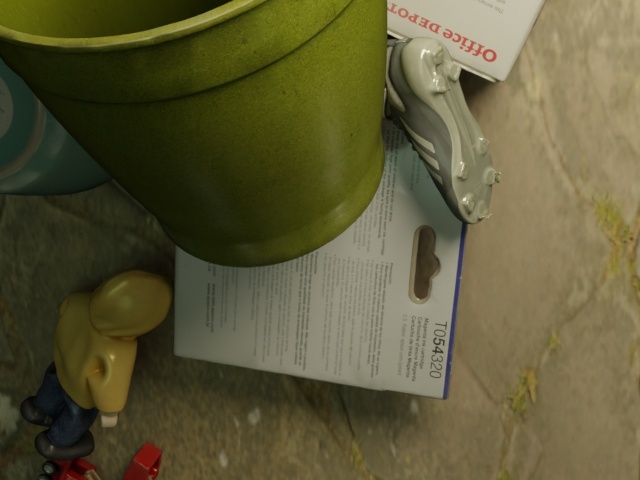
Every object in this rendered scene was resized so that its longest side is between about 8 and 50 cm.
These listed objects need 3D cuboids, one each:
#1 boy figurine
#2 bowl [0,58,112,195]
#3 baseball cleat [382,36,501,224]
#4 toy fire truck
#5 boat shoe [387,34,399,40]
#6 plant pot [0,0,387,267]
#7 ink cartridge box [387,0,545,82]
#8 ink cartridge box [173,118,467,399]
[{"bbox_3d":[-0.270,0.130,1.469,0.177,0.092,0.285,54,125,35],"label":"boy figurine"},{"bbox_3d":[-0.349,-0.176,1.356,0.312,0.163,0.311,5,110,15],"label":"bowl"},{"bbox_3d":[0.111,-0.112,1.241,0.109,0.072,0.205,8,125,44],"label":"baseball cleat"},{"bbox_3d":[-0.297,0.324,1.592,0.135,0.047,0.192,28,116,3],"label":"toy fire truck"},{"bbox_3d":[0.037,-0.196,1.297,0.178,0.064,0.060,7,81,12],"label":"boat shoe"},{"bbox_3d":[-0.090,-0.171,1.100,0.367,0.366,0.353,-1,142,16],"label":"plant pot"},{"bbox_3d":[0.160,-0.284,1.206,0.154,0.093,0.212,26,114,6],"label":"ink cartridge box"},{"bbox_3d":[0.000,0.000,1.373,0.330,0.071,0.324,8,111,10],"label":"ink cartridge box"}]
